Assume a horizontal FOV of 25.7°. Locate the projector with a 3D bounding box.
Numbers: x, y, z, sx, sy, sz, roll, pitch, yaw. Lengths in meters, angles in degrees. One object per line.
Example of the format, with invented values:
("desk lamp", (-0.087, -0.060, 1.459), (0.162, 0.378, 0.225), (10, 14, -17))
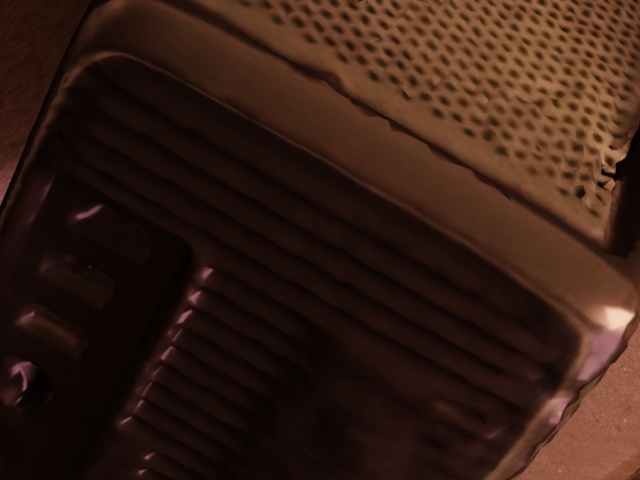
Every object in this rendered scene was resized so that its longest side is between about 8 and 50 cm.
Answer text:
("projector", (0.000, 0.000, 0.691), (0.395, 0.242, 0.405), (-57, -177, 37))
